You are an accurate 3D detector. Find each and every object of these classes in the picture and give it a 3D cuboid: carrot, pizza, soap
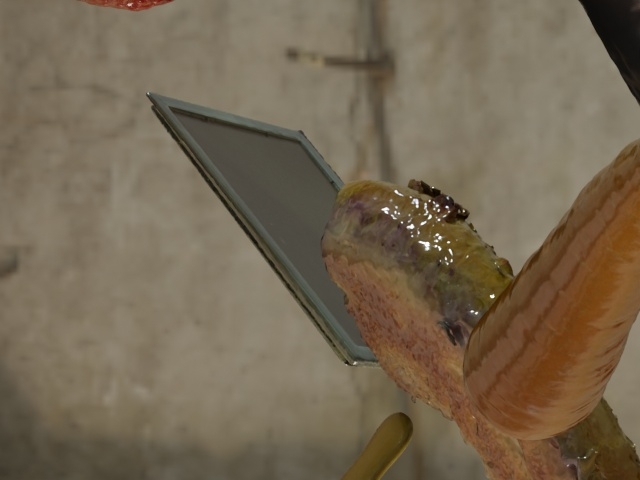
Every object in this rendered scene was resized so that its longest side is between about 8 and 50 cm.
[{"bbox_3d":[0.110,0.019,0.846,0.336,0.069,0.069,103,-177,-65],"label":"carrot"},{"bbox_3d":[0.106,0.069,1.192,0.085,0.305,0.161,-30,-30,-19],"label":"pizza"},{"bbox_3d":[0.035,0.159,1.387,0.012,0.034,0.089,36,-87,-37],"label":"soap"}]

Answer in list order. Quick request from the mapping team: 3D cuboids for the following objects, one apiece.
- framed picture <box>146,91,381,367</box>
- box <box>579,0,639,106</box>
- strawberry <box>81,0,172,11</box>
[{"bbox_3d":[0.000,0.000,1.458,0.017,0.274,0.217,-47,-29,18],"label":"framed picture"},{"bbox_3d":[0.333,-0.152,1.118,0.359,0.350,0.091,50,-148,-37],"label":"box"},{"bbox_3d":[-0.127,-0.226,1.392,0.131,0.148,0.131,45,-148,-38],"label":"strawberry"}]
